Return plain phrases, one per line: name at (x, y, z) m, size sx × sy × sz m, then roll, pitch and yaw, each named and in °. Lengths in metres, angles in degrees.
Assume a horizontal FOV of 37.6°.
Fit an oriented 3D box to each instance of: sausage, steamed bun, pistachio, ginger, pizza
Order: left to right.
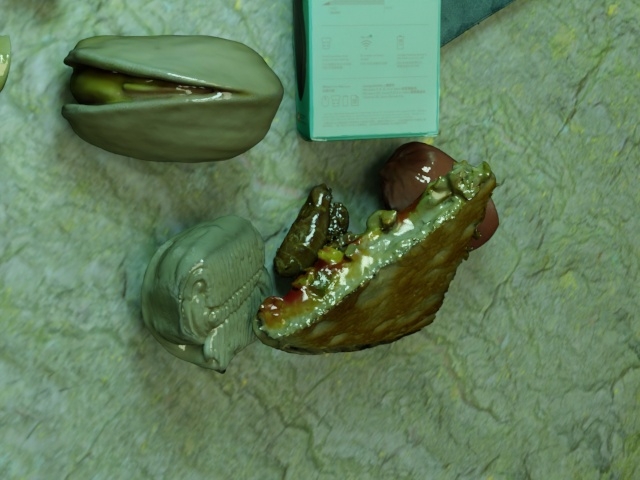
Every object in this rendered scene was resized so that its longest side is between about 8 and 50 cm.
pistachio at (-0.186, -0.182, 1.216) m, size 0.288 × 0.197 × 0.166 m, roll -4°, pitch 99°, yaw -24°
steamed bun at (-0.170, 0.071, 1.321) m, size 0.218 × 0.144 × 0.211 m, roll -46°, pitch 140°, yaw -53°
ginger at (0.000, 0.000, 1.466) m, size 0.103 × 0.073 × 0.162 m, roll 34°, pitch 79°, yaw -37°
pizza at (0.117, 0.019, 1.415) m, size 0.406 × 0.130 × 0.440 m, roll -50°, pitch 154°, yaw 23°
sausage at (0.197, -0.065, 1.552) m, size 0.254 × 0.148 × 0.148 m, roll 35°, pitch 79°, yaw -30°

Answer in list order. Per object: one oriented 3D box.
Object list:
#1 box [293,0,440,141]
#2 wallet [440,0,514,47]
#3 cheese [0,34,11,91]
box at (0.066, -0.306, 1.385) m, size 0.205 × 0.118 × 0.311 m, roll -5°, pitch 104°, yaw -15°
wallet at (0.232, -0.442, 1.554) m, size 0.379 × 0.046 × 0.191 m, roll -36°, pitch 119°, yaw -24°
cheese at (-0.409, -0.216, 1.142) m, size 0.060 × 0.041 × 0.084 m, roll 14°, pitch 93°, yaw -35°
